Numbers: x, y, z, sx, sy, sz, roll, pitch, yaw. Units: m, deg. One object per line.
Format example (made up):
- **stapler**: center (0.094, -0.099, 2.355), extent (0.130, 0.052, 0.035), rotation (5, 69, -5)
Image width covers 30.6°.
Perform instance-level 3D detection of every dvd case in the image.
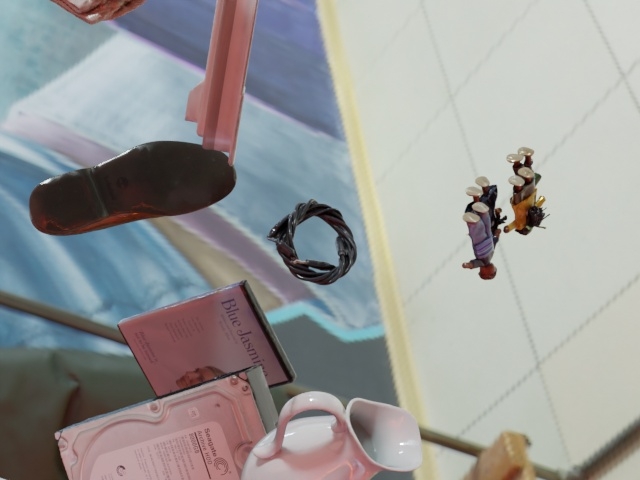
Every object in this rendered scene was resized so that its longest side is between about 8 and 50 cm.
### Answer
- **dvd case**: center (-0.181, 0.174, 1.845), extent (0.253, 0.180, 0.022), rotation (-18, 16, 27)

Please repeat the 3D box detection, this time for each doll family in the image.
- **doll family**: center (0.240, -0.030, 1.536), extent (0.193, 0.111, 0.076), rotation (-33, 45, -21)

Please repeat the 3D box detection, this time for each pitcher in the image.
- **pitcher**: center (-0.014, 0.247, 1.347), extent (0.207, 0.177, 0.125), rotation (-34, 37, 33)

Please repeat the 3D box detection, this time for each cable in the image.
- **cable**: center (0.000, 0.000, 2.065), extent (0.184, 0.150, 0.047), rotation (-39, -15, -47)

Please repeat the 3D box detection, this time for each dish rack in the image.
- **dish rack**: center (-0.118, -0.274, 1.515), extent (0.285, 0.072, 0.333), rotation (-105, 26, -80)

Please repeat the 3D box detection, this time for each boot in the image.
- **boot**: center (-0.276, -0.071, 1.713), extent (0.115, 0.305, 0.112), rotation (139, 116, -71)

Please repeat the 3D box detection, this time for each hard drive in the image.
- **hard drive**: center (-0.203, 0.339, 1.686), extent (0.339, 0.064, 0.237), rotation (-19, 89, 21)

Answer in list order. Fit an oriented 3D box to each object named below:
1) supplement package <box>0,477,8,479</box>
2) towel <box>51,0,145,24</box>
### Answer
- **supplement package**: center (-0.334, 0.321, 1.169), extent (0.139, 0.134, 0.244), rotation (-56, 21, -23)
- **towel**: center (-0.180, -0.335, 1.200), extent (0.282, 0.049, 0.187), rotation (-42, 53, -21)
